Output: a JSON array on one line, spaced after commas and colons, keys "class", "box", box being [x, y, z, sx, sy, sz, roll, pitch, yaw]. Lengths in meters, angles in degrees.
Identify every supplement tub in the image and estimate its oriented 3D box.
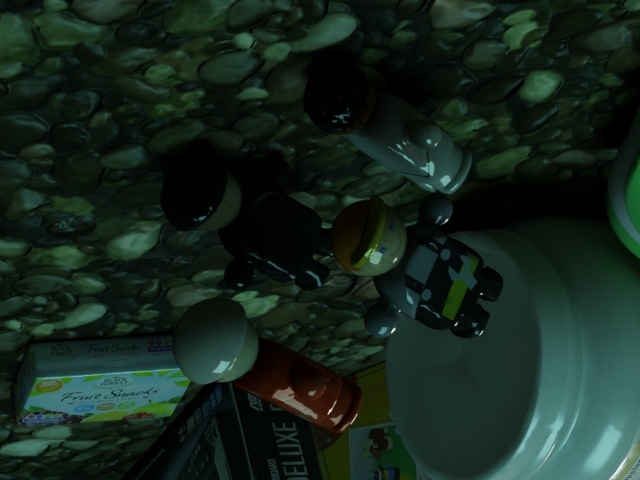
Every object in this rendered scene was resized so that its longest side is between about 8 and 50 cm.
[{"class": "supplement tub", "box": [0.246, 0.103, 1.512, 0.331, 0.241, 0.241, 4, 148, -33]}]

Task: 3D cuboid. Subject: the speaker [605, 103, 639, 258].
[{"class": "speaker", "box": [0.306, -0.092, 1.290, 0.131, 0.131, 0.296, -5, 152, -19]}]

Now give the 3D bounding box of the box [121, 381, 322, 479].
[{"class": "box", "box": [-0.092, 0.289, 1.703, 0.077, 0.242, 0.307, 1, 150, -29]}]

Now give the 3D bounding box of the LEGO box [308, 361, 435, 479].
[{"class": "LEGO box", "box": [0.193, 0.389, 1.752, 0.193, 0.500, 0.372, -23, 152, 16]}]

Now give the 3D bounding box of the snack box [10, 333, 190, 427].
[{"class": "snack box", "box": [-0.186, 0.120, 1.553, 0.141, 0.037, 0.100, -3, 150, -22]}]

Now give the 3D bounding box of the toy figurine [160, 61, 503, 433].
[{"class": "toy figurine", "box": [0.000, 0.000, 1.228, 0.148, 0.213, 0.209, 30, 128, -34]}]
